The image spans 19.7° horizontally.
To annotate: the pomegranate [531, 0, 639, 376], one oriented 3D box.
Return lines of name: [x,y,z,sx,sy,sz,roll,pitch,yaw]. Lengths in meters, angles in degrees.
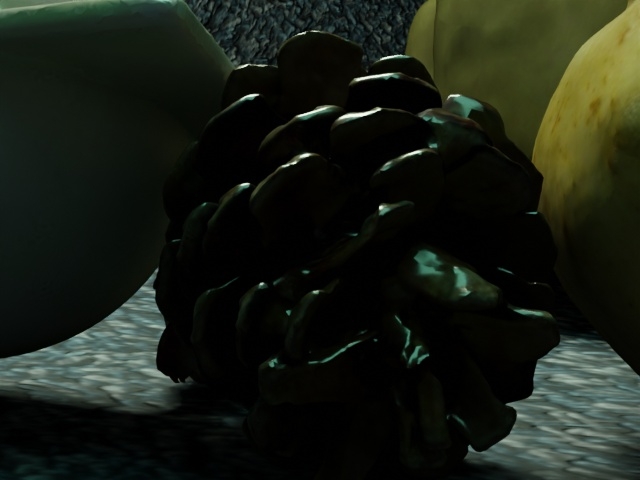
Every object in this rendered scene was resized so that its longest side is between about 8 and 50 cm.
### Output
pomegranate: [0.251,-0.022,0.874,0.307,0.307,0.307,1,7,0]

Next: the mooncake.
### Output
mooncake: [0.244,-0.104,1.370,0.378,0.201,0.378,-3,-14,-1]

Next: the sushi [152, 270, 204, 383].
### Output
sushi: [-0.033,0.033,1.045,0.103,0.097,0.226,-2,20,19]

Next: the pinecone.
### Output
pinecone: [0.014,0.015,0.815,0.184,0.179,0.204,32,18,-7]

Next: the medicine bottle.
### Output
medicine bottle: [-0.219,-0.052,0.940,0.406,0.235,0.236,-4,5,18]
